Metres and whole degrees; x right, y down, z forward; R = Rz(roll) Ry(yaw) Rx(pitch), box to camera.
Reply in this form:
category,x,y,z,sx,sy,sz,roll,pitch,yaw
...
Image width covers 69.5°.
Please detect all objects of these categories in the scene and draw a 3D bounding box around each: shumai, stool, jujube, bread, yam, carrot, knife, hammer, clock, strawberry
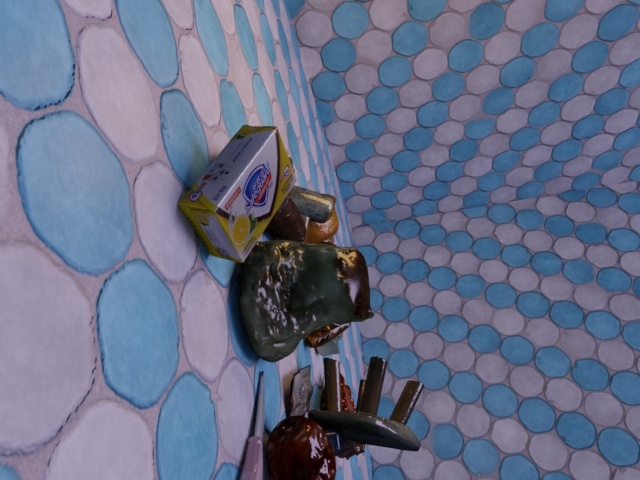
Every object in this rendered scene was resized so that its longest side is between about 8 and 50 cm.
category,x,y,z,sx,sy,sz,roll,pitch,yaw
shumai,-0.026,0.140,1.238,0.397,0.323,0.325,0,79,-80
stool,0.161,0.549,1.548,0.310,0.310,0.226,39,55,-32
jujube,-0.050,0.573,1.167,0.183,0.183,0.243,-71,143,-70
bread,-0.014,-0.094,1.942,0.340,0.178,0.195,-66,146,-72
yam,-0.122,-0.072,1.463,0.280,0.130,0.131,61,22,-64
carrot,0.035,0.355,1.806,0.228,0.068,0.069,-22,106,-40
knife,-0.143,0.456,1.092,0.336,0.042,0.081,-87,171,-59
hammer,-0.071,-0.043,1.717,0.113,0.201,0.306,151,-46,-73
clock,0.032,0.328,2.024,0.324,0.108,0.266,-60,139,-76
strawberry,0.066,0.690,1.829,0.336,0.149,0.265,-104,171,-51

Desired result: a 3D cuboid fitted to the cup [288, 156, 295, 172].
category,x,y,z,sx,sy,sz,roll,pitch,yaw
cup,-0.140,-0.260,1.661,0.100,0.076,0.078,-62,142,-74

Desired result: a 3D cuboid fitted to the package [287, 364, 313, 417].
category,x,y,z,sx,sy,sz,roll,pitch,yaw
package,-0.067,0.495,1.483,0.232,0.040,0.166,14,77,-75

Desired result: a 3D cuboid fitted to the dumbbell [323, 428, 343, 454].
category,x,y,z,sx,sy,sz,roll,pitch,yaw
dumbbell,0.008,0.739,1.390,0.143,0.156,0.317,19,58,-45

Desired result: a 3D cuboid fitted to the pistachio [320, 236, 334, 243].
category,x,y,z,sx,sy,sz,roll,pitch,yaw
pistachio,0.000,0.000,2.148,0.185,0.124,0.125,-26,107,-73

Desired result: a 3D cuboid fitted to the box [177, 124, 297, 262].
category,x,y,z,sx,sy,sz,roll,pitch,yaw
box,-0.168,-0.106,0.998,0.265,0.097,0.168,-60,149,-33

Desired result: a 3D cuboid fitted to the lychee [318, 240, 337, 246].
category,x,y,z,sx,sy,sz,roll,pitch,yaw
lychee,0.025,0.104,1.958,0.238,0.199,0.200,-117,-164,-80
